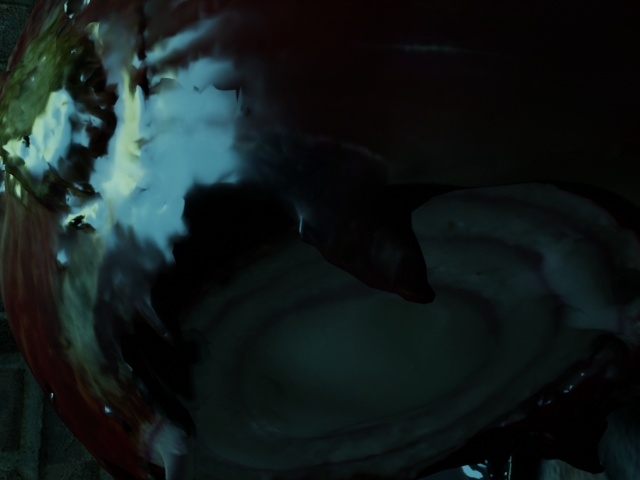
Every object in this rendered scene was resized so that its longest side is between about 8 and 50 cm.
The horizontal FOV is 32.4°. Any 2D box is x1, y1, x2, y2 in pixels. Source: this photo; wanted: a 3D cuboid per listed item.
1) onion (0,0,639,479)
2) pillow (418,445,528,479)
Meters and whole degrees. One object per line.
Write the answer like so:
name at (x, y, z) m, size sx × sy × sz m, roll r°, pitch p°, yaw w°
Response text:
onion at (0.001, -0.036, 0.504) m, size 0.341 × 0.342 × 0.341 m, roll -179°, pitch 90°, yaw -77°
pillow at (0.093, 0.109, 0.700) m, size 0.141 × 0.055 × 0.208 m, roll -136°, pitch 48°, yaw -64°
